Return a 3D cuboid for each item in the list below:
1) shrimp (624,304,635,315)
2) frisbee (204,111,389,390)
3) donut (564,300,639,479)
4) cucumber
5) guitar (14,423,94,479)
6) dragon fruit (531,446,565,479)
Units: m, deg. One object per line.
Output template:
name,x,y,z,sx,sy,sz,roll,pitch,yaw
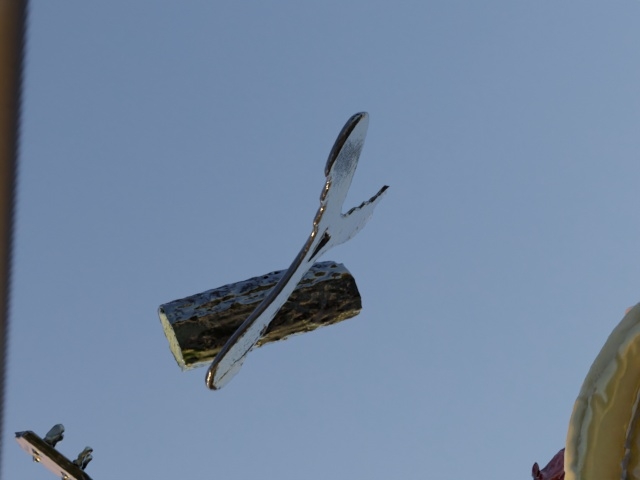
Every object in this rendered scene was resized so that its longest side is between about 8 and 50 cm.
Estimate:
shrimp,0.430,0.118,1.800,0.051,0.115,0.217,-54,2,-18
frisbee,0.000,0.000,0.921,0.211,0.012,0.187,-60,-13,20
donut,0.365,0.204,0.969,0.449,0.198,0.449,3,-101,-15
cucumber,-0.060,0.068,1.488,0.211,0.078,0.062,-18,-25,-18
guitar,-0.070,0.193,0.819,0.038,0.271,0.084,-44,-10,-30
dragon fruit,0.270,0.236,1.335,0.122,0.092,0.192,23,-93,-10
